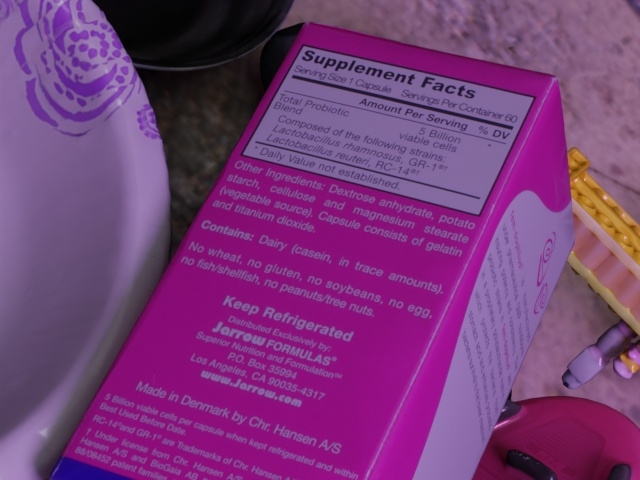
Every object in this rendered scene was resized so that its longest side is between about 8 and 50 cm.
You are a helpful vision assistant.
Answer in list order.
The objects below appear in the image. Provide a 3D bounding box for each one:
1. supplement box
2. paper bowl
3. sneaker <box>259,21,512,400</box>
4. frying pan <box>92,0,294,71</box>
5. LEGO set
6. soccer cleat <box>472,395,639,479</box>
[{"bbox_3d":[0.008,0.040,0.705,0.114,0.111,0.220,16,59,22],"label":"supplement box"},{"bbox_3d":[-0.210,-0.001,0.713,0.284,0.148,0.284,9,65,-20],"label":"paper bowl"},{"bbox_3d":[0.000,0.000,0.838,0.098,0.083,0.224,-16,64,-20],"label":"sneaker"},{"bbox_3d":[-0.072,-0.196,0.917,0.197,0.053,0.326,40,47,-6],"label":"frying pan"},{"bbox_3d":[0.141,0.041,0.868,0.287,0.107,0.132,28,32,-25],"label":"LEGO set"},{"bbox_3d":[0.024,0.205,0.744,0.116,0.143,0.331,24,58,34],"label":"soccer cleat"}]
